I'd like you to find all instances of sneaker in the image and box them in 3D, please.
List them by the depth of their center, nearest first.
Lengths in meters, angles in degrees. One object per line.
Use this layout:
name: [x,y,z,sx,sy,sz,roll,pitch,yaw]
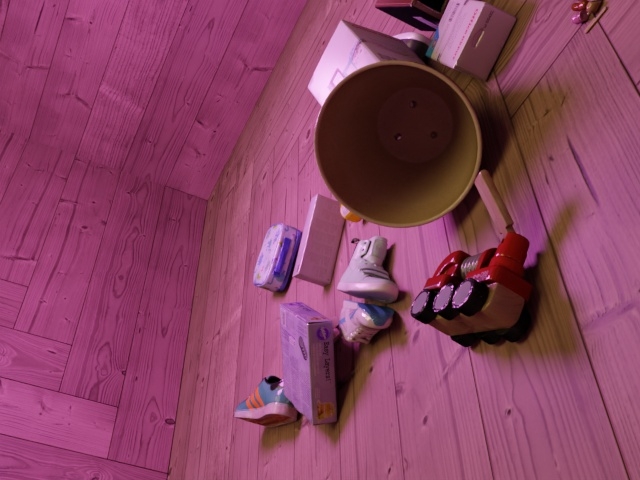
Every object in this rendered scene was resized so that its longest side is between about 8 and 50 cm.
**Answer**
sneaker: [0.101,0.185,1.793,0.229,0.088,0.092,171,110,-78]
sneaker: [0.119,0.057,1.840,0.151,0.094,0.256,-69,18,-6]
sneaker: [0.183,-0.457,2.164,0.146,0.105,0.296,-67,21,-6]
sneaker: [-0.138,0.437,2.209,0.302,0.108,0.121,-26,46,55]

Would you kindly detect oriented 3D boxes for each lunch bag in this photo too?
lunch bag: [-0.140,0.057,2.624,0.176,0.090,0.218,165,123,-70]

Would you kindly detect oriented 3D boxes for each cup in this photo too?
cup: [0.176,-0.218,1.671,0.331,0.331,0.237,-63,-5,24]

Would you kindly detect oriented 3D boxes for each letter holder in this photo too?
letter holder: [0.283,-0.644,1.996,0.214,0.152,0.302,-66,18,9]

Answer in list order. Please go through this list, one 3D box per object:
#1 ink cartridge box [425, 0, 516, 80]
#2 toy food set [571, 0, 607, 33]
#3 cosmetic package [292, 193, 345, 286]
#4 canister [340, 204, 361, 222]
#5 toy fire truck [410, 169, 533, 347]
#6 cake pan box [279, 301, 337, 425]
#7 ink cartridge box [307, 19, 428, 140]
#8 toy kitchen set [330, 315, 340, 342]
ink cartridge box: [0.322,-0.442,1.763,0.148,0.086,0.203,-65,19,15]
toy food set: [0.464,-0.420,1.422,0.122,0.019,0.078,-88,25,-44]
cosmetic package: [0.000,0.000,2.253,0.060,0.099,0.238,145,141,-66]
canister: [0.118,-0.135,2.081,0.170,0.073,0.126,133,151,-55]
toy fire truck: [0.266,0.032,1.367,0.246,0.159,0.217,-64,14,-19]
cake pan box: [-0.035,0.288,1.952,0.267,0.070,0.245,-165,73,-71]
ink cartridge box: [0.135,-0.358,1.924,0.197,0.198,0.270,-60,39,28]
toy kitchen set: [0.026,0.239,2.044,0.068,0.075,0.083,-39,45,-24]
